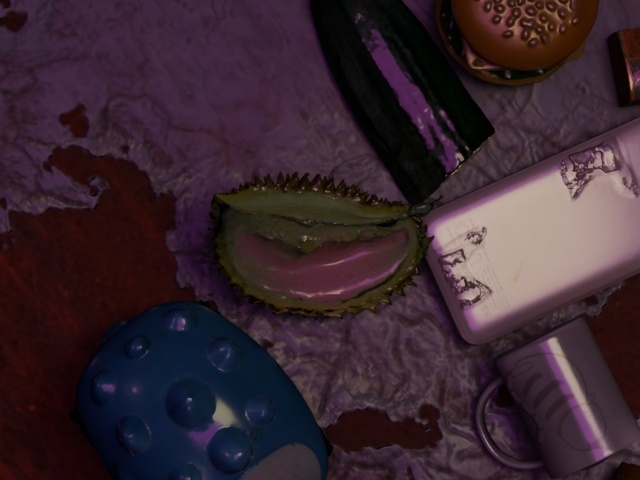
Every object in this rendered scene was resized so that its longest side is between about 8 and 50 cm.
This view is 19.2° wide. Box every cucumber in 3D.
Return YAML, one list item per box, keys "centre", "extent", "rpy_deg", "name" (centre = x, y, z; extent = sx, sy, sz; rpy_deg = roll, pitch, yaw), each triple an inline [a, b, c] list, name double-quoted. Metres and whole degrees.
- centre: [0.071, -0.165, 1.855]
  extent: [0.115, 0.063, 0.244]
  rpy_deg: [-35, 86, -9]
  name: "cucumber"

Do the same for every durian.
- centre: [-0.001, -0.001, 1.814]
  extent: [0.221, 0.095, 0.137]
  rpy_deg: [4, 119, -7]
  name: "durian"

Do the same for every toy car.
- centre: [-0.107, 0.173, 1.734]
  extent: [0.188, 0.190, 0.255]
  rpy_deg: [-39, 90, -9]
  name: "toy car"

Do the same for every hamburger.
- centre: [0.191, -0.229, 1.845]
  extent: [0.162, 0.115, 0.162]
  rpy_deg: [1, 85, -6]
  name: "hamburger"

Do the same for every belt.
- centre: [0.322, 0.246, 1.833]
  extent: [0.083, 0.059, 0.036]
  rpy_deg: [29, 80, 10]
  name: "belt"

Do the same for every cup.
- centre: [0.221, 0.159, 1.812]
  extent: [0.136, 0.099, 0.133]
  rpy_deg: [-25, 87, -9]
  name: "cup"

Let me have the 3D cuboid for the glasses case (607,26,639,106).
- centre: [0.403, -0.187, 1.894]
  extent: [0.218, 0.049, 0.075]
  rpy_deg: [-9, 85, -7]
  name: "glasses case"

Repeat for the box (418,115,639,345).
- centre: [0.242, -0.013, 1.863]
  extent: [0.285, 0.044, 0.142]
  rpy_deg: [-24, 89, -8]
  name: "box"
